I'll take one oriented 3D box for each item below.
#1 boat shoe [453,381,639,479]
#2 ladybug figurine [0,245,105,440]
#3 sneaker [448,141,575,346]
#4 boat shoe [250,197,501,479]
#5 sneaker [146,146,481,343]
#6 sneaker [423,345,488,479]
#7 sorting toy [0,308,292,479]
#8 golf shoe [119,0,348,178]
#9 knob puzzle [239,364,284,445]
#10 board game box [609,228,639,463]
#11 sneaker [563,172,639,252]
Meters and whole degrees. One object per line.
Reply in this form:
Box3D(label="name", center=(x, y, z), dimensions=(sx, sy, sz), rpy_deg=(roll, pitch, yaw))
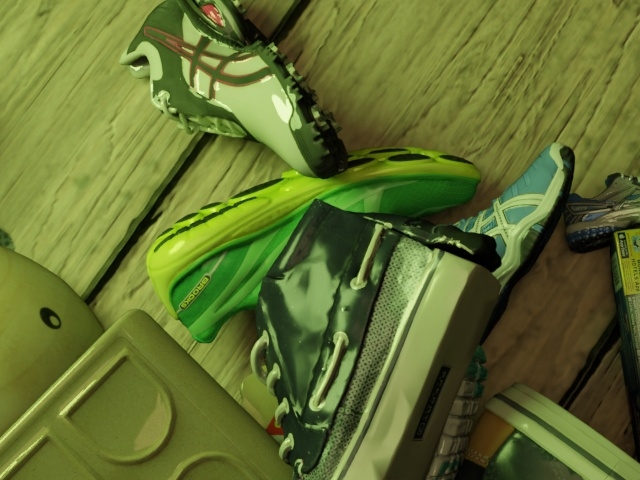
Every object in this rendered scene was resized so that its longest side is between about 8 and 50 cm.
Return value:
Box3D(label="boat shoe", center=(0.298, 0.311, 1.008), dimensions=(0.500, 0.187, 0.156), rpy_deg=(37, 85, 16))
Box3D(label="ladybug figurine", center=(-0.396, 0.128, 1.092), dimensions=(0.449, 0.162, 0.305), rpy_deg=(-7, 75, 1))
Box3D(label="sneaker", center=(0.142, 0.001, 1.135), dimensions=(0.081, 0.080, 0.211), rpy_deg=(34, 88, 16))
Box3D(label="boat shoe", center=(0.006, 0.131, 1.039), dimensions=(0.158, 0.127, 0.341), rpy_deg=(23, 85, 25))
Box3D(label="sneaker", center=(0.000, 0.000, 1.152), dimensions=(0.295, 0.109, 0.124), rpy_deg=(-21, 106, -8))
Box3D(label="sneaker", center=(0.081, 0.157, 1.099), dimensions=(0.076, 0.065, 0.167), rpy_deg=(16, 88, 29))
Box3D(label="sorting toy", center=(-0.114, 0.235, 1.043), dimensions=(0.307, 0.041, 0.229), rpy_deg=(46, 69, -6))
Box3D(label="golf shoe", center=(-0.073, -0.122, 1.155), dimensions=(0.120, 0.105, 0.273), rpy_deg=(-40, 50, 1))
Box3D(label="knob puzzle", center=(0.015, 0.168, 1.123), dimensions=(0.213, 0.030, 0.213), rpy_deg=(3, 77, -12))
Box3D(label="board game box", center=(0.351, 0.081, 1.122), dimensions=(0.194, 0.060, 0.194), rpy_deg=(-6, 75, 0))
Box3D(label="sneaker", center=(0.273, -0.037, 1.162), dimensions=(0.135, 0.052, 0.058), rpy_deg=(-15, 71, -2))
